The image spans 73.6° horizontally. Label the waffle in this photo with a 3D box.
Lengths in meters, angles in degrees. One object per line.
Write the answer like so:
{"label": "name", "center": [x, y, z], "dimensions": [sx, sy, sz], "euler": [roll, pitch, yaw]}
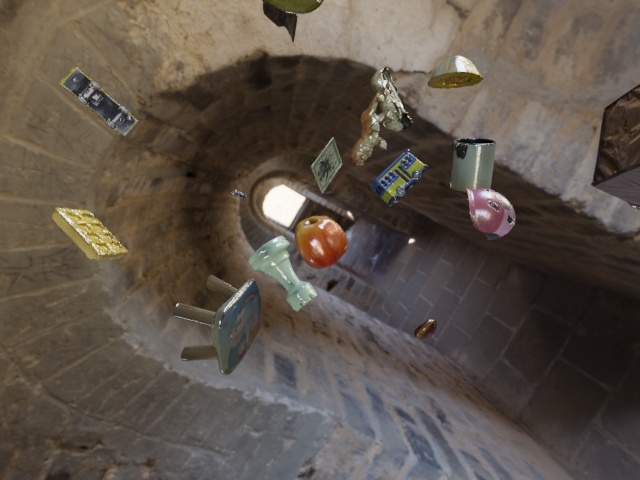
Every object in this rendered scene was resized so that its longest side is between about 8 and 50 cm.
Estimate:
{"label": "waffle", "center": [-0.907, -0.023, 1.682], "dimensions": [0.057, 0.274, 0.168], "euler": [-48, -8, 10]}

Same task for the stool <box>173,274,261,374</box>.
{"label": "stool", "center": [-0.397, 0.319, 1.695], "dimensions": [0.310, 0.226, 0.310], "euler": [-52, -32, -59]}

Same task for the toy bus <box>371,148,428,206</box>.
{"label": "toy bus", "center": [0.438, -0.346, 2.374], "dimensions": [0.288, 0.175, 0.138], "euler": [-44, -8, -13]}

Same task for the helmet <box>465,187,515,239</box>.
{"label": "helmet", "center": [0.696, -0.116, 1.726], "dimensions": [0.154, 0.253, 0.198], "euler": [-14, 48, 25]}

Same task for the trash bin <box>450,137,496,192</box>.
{"label": "trash bin", "center": [0.829, -0.413, 2.333], "dimensions": [0.217, 0.277, 0.262], "euler": [28, 125, 49]}

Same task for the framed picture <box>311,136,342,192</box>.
{"label": "framed picture", "center": [0.034, -0.370, 2.100], "dimensions": [0.231, 0.010, 0.173], "euler": [-58, -37, -29]}

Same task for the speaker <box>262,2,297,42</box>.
{"label": "speaker", "center": [-0.076, -1.000, 1.676], "dimensions": [0.388, 0.184, 0.180], "euler": [-58, 2, -13]}

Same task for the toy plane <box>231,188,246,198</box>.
{"label": "toy plane", "center": [-0.361, -0.206, 1.920], "dimensions": [0.083, 0.079, 0.031], "euler": [35, -116, -57]}

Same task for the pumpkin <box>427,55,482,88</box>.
{"label": "pumpkin", "center": [0.550, -0.694, 1.754], "dimensions": [0.217, 0.218, 0.110], "euler": [162, 109, -79]}

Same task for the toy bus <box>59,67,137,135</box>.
{"label": "toy bus", "center": [-0.692, -0.428, 1.338], "dimensions": [0.074, 0.226, 0.081], "euler": [26, 78, 45]}

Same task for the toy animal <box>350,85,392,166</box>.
{"label": "toy animal", "center": [0.193, -0.438, 1.697], "dimensions": [0.158, 0.097, 0.312], "euler": [-13, 59, 48]}

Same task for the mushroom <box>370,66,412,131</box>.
{"label": "mushroom", "center": [0.309, -0.637, 1.967], "dimensions": [0.130, 0.247, 0.344], "euler": [-28, 61, 21]}

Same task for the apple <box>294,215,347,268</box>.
{"label": "apple", "center": [0.000, 0.000, 2.058], "dimensions": [0.242, 0.241, 0.242], "euler": [-26, 25, 13]}

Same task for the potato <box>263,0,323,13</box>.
{"label": "potato", "center": [-0.082, -0.587, 0.938], "dimensions": [0.113, 0.251, 0.149], "euler": [6, 97, 40]}

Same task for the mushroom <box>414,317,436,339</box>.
{"label": "mushroom", "center": [0.453, 0.382, 1.823], "dimensions": [0.052, 0.123, 0.123], "euler": [49, 118, 36]}

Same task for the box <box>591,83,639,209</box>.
{"label": "box", "center": [0.772, -0.229, 1.001], "dimensions": [0.188, 0.153, 0.252], "euler": [121, 168, -77]}

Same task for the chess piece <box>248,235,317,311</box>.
{"label": "chess piece", "center": [-0.147, 0.148, 1.804], "dimensions": [0.195, 0.299, 0.194], "euler": [-37, -6, -5]}
